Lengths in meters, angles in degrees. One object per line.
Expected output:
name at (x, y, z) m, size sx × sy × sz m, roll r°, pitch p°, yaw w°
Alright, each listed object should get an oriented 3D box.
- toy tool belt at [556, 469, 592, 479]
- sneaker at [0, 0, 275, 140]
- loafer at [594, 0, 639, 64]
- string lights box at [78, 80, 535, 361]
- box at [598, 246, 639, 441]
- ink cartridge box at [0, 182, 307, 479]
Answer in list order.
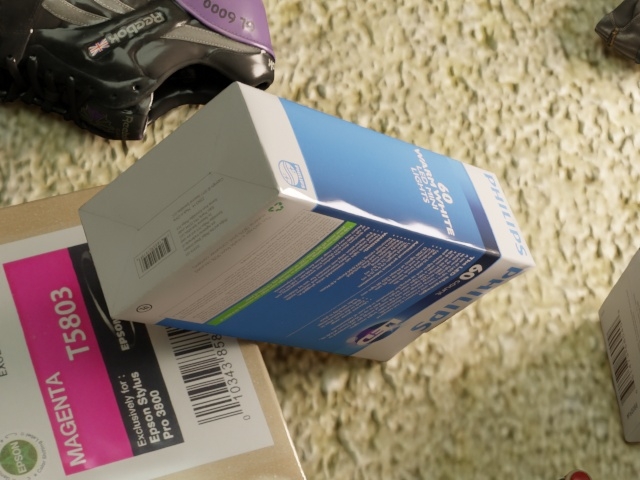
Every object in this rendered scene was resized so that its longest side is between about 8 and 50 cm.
toy tool belt at (0.182, 0.175, 1.017) m, size 0.052 × 0.051 × 0.083 m, roll -18°, pitch 65°, yaw -18°
sneaker at (-0.168, -0.127, 1.105) m, size 0.283 × 0.107 × 0.124 m, roll -10°, pitch 69°, yaw -14°
loafer at (0.269, -0.205, 1.240) m, size 0.061 × 0.062 × 0.170 m, roll 26°, pitch 59°, yaw 12°
string lights box at (0.000, 0.000, 0.962) m, size 0.259 × 0.133 × 0.077 m, roll 14°, pitch 47°, yaw -51°
box at (0.244, 0.066, 1.059) m, size 0.087 × 0.102 × 0.101 m, roll 0°, pitch 60°, yaw -11°
ink cartridge box at (-0.137, 0.087, 0.996) m, size 0.193 × 0.088 × 0.235 m, roll -14°, pitch 65°, yaw -17°
